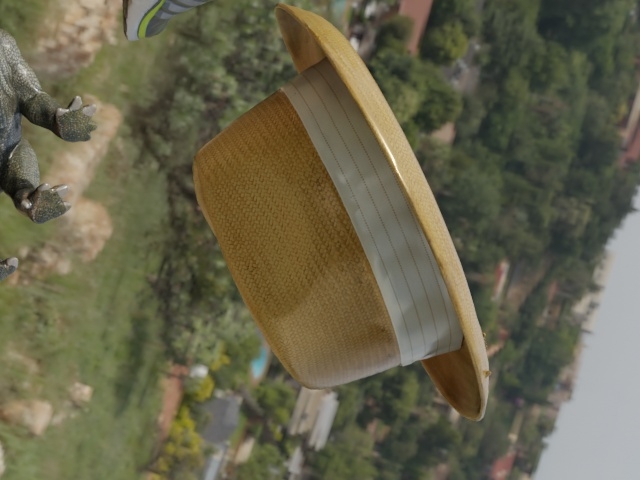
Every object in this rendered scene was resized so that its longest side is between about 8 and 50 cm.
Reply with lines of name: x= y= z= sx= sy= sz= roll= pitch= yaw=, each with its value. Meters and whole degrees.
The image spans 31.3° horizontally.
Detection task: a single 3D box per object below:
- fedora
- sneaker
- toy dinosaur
fedora: x=0.000 y=0.000 z=0.476 sx=0.079 sy=0.194 sz=0.194 roll=-25 pitch=156 yaw=-5
sneaker: x=-0.139 y=-0.268 z=1.155 sx=0.300 sy=0.121 sz=0.111 roll=-176 pitch=-96 yaw=-77
toy dinosaur: x=-0.238 y=-0.069 z=0.768 sx=0.121 sy=0.160 sz=0.313 roll=-22 pitch=136 yaw=-30
